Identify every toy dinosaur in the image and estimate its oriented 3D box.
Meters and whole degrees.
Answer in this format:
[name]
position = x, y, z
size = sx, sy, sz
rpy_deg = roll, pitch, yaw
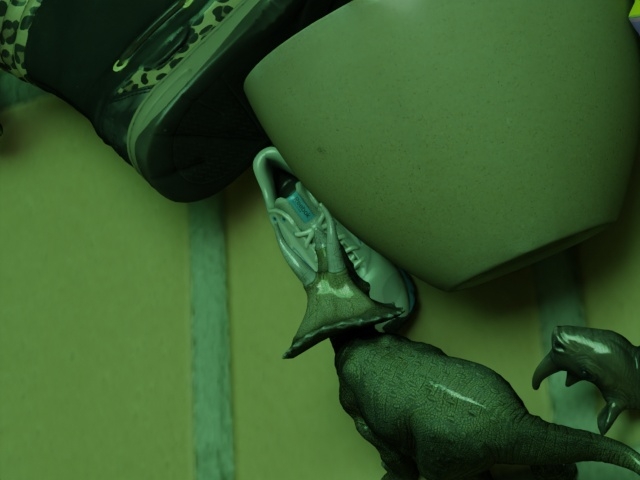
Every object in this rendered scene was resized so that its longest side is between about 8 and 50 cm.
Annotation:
[toy dinosaur]
position = 0.081, 0.117, 1.314
size = 0.313, 0.160, 0.121
rpy_deg = 36, 83, 38

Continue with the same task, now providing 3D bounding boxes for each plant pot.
[plant pot]
position = 0.113, -0.075, 1.365
size = 0.284, 0.284, 0.191
rpy_deg = -25, 83, 13

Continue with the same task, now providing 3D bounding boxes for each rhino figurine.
[rhino figurine]
position = 0.254, 0.067, 1.293
size = 0.243, 0.106, 0.073
rpy_deg = -18, 26, 19

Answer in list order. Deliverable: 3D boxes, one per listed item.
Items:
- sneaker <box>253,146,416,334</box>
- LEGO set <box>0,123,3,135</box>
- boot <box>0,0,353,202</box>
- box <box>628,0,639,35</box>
[sneaker]
position = 0.000, 0.000, 1.472
size = 0.071, 0.083, 0.191
rpy_deg = -40, 54, 0
[LEGO set]
position = -0.414, -0.212, 1.694
size = 0.192, 0.255, 0.331
rpy_deg = -16, 65, -13
[boot]
position = -0.081, -0.218, 1.600
size = 0.377, 0.138, 0.284
rpy_deg = -48, 46, -14
[box]
position = 0.359, -0.216, 1.316
size = 0.213, 0.117, 0.243
rpy_deg = -3, 51, 44
